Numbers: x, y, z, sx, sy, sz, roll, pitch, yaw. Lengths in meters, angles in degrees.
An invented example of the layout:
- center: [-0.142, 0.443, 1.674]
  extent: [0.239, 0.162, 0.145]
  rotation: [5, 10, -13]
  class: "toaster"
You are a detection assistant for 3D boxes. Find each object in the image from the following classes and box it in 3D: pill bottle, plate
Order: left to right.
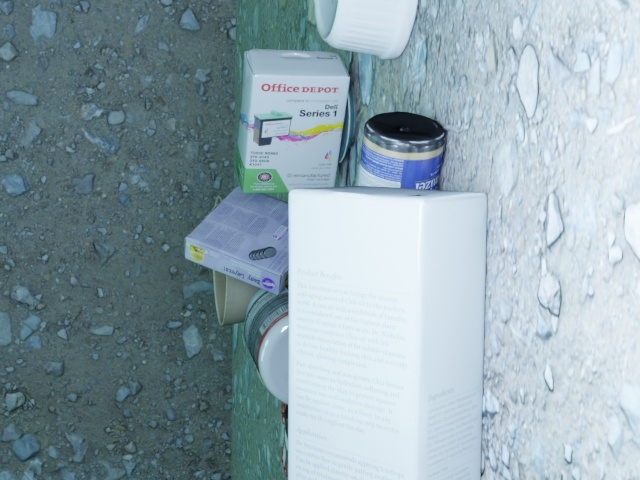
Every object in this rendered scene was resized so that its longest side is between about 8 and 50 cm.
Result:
- center: [-0.056, 0.212, 1.992]
  extent: [0.363, 0.210, 0.210]
  rotation: [-138, 48, -74]
  class: "pill bottle"
- center: [0.047, -0.258, 1.905]
  extent: [0.188, 0.024, 0.188]
  rotation: [178, 90, -79]
  class: "plate"
- center: [0.115, -0.075, 1.378]
  extent: [0.123, 0.122, 0.219]
  rotation: [-111, 23, -57]
  class: "pill bottle"

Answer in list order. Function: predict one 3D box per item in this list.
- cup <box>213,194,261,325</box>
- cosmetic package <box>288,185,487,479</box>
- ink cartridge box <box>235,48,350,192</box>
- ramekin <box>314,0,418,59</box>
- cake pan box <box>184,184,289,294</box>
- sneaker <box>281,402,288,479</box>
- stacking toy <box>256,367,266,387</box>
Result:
- center: [-0.144, 0.050, 2.312]
  extent: [0.331, 0.237, 0.331]
  rotation: [180, 90, -78]
  class: "cup"
- center: [0.087, 0.157, 1.227]
  extent: [0.230, 0.161, 0.453]
  rotation: [7, 100, 41]
  class: "cosmetic package"
- center: [-0.062, -0.243, 1.874]
  extent: [0.117, 0.201, 0.278]
  rotation: [-109, 22, -52]
  class: "ink cartridge box"
- center: [0.070, -0.446, 1.540]
  extent: [0.273, 0.127, 0.273]
  rotation: [179, 90, -78]
  class: "ramekin"
- center: [-0.140, -0.011, 2.064]
  extent: [0.267, 0.245, 0.070]
  rotation: [-53, -21, -48]
  class: "cake pan box"
- center: [-0.044, 0.486, 2.216]
  extent: [0.135, 0.097, 0.276]
  rotation: [117, 151, -70]
  class: "sneaker"
- center: [-0.110, 0.302, 2.476]
  extent: [0.330, 0.141, 0.141]
  rotation: [-120, 31, -78]
  class: "stacking toy"
